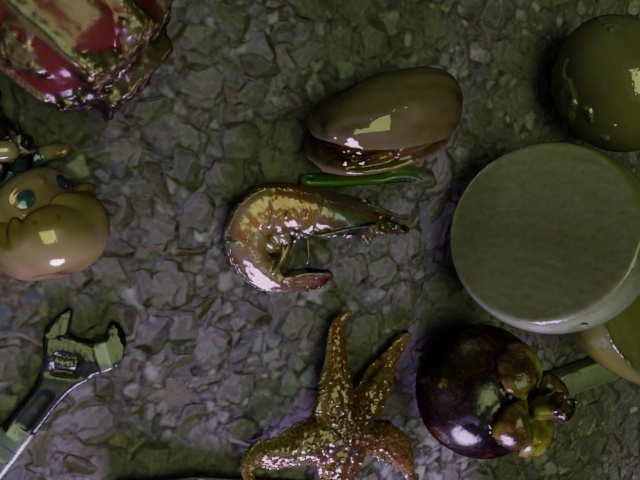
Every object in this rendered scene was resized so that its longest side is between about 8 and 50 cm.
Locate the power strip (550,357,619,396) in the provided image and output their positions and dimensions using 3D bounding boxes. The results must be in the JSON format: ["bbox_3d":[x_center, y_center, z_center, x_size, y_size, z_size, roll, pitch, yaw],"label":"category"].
[{"bbox_3d":[0.456,0.235,0.931,0.191,0.030,0.047,-10,105,-21],"label":"power strip"}]

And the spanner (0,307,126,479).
[{"bbox_3d":[-0.341,0.210,0.594,0.087,0.024,0.315,41,84,-23],"label":"spanner"}]

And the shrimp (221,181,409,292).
[{"bbox_3d":[-0.001,-0.001,0.687,0.251,0.052,0.143,4,109,-16],"label":"shrimp"}]

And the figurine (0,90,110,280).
[{"bbox_3d":[-0.286,-0.056,0.527,0.108,0.114,0.195,-21,98,6],"label":"figurine"}]

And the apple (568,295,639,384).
[{"bbox_3d":[0.481,0.051,0.798,0.258,0.233,0.294,16,104,-9],"label":"apple"}]

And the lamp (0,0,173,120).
[{"bbox_3d":[-0.258,-0.235,0.463,0.177,0.177,0.274,-47,114,-8],"label":"lamp"}]

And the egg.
[{"bbox_3d":[0.420,-0.221,0.762,0.164,0.164,0.201,-41,108,-11],"label":"egg"}]

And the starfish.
[{"bbox_3d":[0.050,0.251,0.740,0.300,0.060,0.302,13,92,-25],"label":"starfish"}]

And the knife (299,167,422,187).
[{"bbox_3d":[0.060,-0.083,0.707,0.184,0.022,0.026,-6,132,-23],"label":"knife"}]

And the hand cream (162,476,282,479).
[{"bbox_3d":[-0.133,0.351,0.701,0.275,0.050,0.079,18,120,-29],"label":"hand cream"}]

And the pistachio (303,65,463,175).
[{"bbox_3d":[0.077,-0.148,0.650,0.206,0.131,0.129,-17,148,-15],"label":"pistachio"}]

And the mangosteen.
[{"bbox_3d":[0.241,0.215,0.735,0.192,0.217,0.192,-3,96,-29],"label":"mangosteen"}]

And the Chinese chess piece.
[{"bbox_3d":[0.296,-0.004,0.701,0.101,0.250,0.250,15,94,-51],"label":"Chinese chess piece"}]
